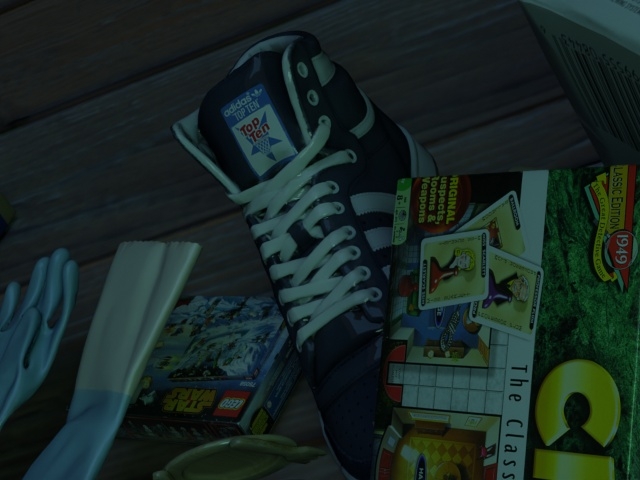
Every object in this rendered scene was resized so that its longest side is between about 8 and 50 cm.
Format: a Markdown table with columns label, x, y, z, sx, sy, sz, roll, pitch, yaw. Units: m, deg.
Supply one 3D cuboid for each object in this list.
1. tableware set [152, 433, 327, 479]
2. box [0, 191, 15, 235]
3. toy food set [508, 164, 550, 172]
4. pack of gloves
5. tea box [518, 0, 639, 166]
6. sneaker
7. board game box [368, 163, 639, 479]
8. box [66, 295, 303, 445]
| label | x | y | z | sx | sy | sz | roll | pitch | yaw |
| --- | --- | --- | --- | --- | --- | --- | --- | --- | --- |
| tableware set | -0.067 | 0.133 | 0.709 | 0.169 | 0.141 | 0.020 | -21 | 64 | 15 |
| box | -0.332 | 0.052 | 1.088 | 0.136 | 0.036 | 0.225 | -4 | 42 | 34 |
| toy food set | 0.095 | -0.003 | 0.841 | 0.078 | 0.019 | 0.122 | 13 | 55 | 46 |
| pack of gloves | -0.158 | 0.111 | 0.859 | 0.195 | 0.046 | 0.232 | -1 | 60 | 51 |
| tea box | 0.318 | -0.070 | 0.568 | 0.323 | 0.220 | 0.329 | -39 | 35 | -5 |
| sneaker | 0.000 | 0.000 | 0.779 | 0.099 | 0.153 | 0.282 | -32 | 35 | 21 |
| board game box | 0.073 | 0.100 | 0.587 | 0.136 | 0.030 | 0.259 | -2 | 80 | 46 |
| box | -0.073 | 0.075 | 0.869 | 0.137 | 0.027 | 0.094 | 0 | 45 | 38 |
